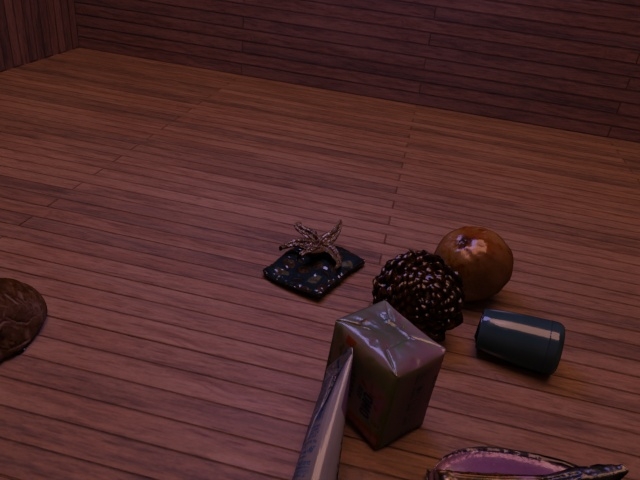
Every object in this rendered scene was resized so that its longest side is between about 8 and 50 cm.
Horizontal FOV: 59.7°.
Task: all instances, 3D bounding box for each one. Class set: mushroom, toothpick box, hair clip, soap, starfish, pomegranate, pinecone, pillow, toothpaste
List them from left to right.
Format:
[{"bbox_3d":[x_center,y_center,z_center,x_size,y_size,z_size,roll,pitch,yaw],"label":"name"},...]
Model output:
[{"bbox_3d":[-0.678,0.152,1.116,0.156,0.151,0.286,20,33,17],"label":"mushroom"},{"bbox_3d":[-0.015,0.067,1.516,0.189,0.034,0.255,24,34,25],"label":"pillow"},{"bbox_3d":[-0.002,0.007,1.548,0.213,0.057,0.238,33,41,28],"label":"starfish"},{"bbox_3d":[0.007,0.332,0.954,0.073,0.114,0.299,24,49,-9],"label":"toothpaste"},{"bbox_3d":[0.115,0.253,1.071,0.138,0.199,0.182,-14,37,-36],"label":"soap"},{"bbox_3d":[0.221,0.126,1.309,0.221,0.221,0.221,5,30,-3],"label":"pinecone"},{"bbox_3d":[0.395,0.063,1.453,0.207,0.207,0.207,5,30,-3],"label":"pomegranate"},{"bbox_3d":[0.450,0.223,1.273,0.184,0.120,0.120,15,31,18],"label":"toothpick box"},{"bbox_3d":[0.362,0.420,0.985,0.358,0.095,0.110,0,65,3],"label":"hair clip"}]

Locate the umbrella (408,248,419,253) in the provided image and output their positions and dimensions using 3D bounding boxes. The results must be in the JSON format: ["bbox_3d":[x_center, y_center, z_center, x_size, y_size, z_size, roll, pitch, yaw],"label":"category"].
[{"bbox_3d":[0.318,0.062,1.610,0.165,0.025,0.027,35,18,36],"label":"umbrella"}]
